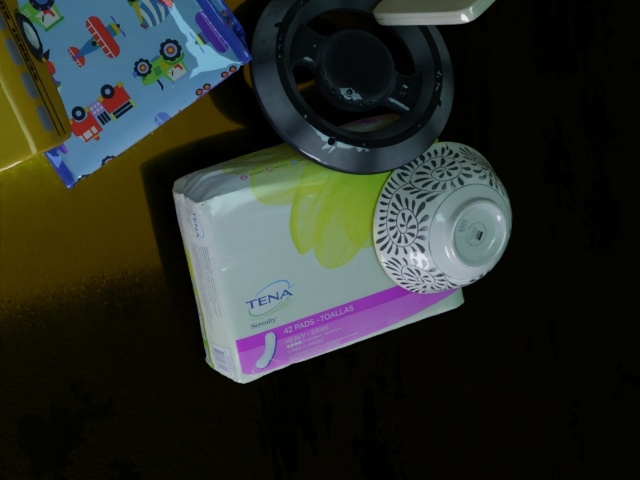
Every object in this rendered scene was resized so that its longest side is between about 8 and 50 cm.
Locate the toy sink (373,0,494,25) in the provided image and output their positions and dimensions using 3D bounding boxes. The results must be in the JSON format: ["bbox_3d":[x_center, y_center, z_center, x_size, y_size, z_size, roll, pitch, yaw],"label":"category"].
[{"bbox_3d":[0.146,-0.343,1.792,0.234,0.153,0.131,-45,120,-26],"label":"toy sink"}]

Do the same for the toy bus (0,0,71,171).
[{"bbox_3d":[-0.345,-0.220,1.565,0.108,0.130,0.332,-23,97,10],"label":"toy bus"}]

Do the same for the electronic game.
[{"bbox_3d":[0.034,-0.179,1.831,0.229,0.048,0.229,6,72,-19],"label":"electronic game"}]

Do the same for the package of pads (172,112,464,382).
[{"bbox_3d":[0.000,0.000,1.884,0.297,0.101,0.229,-19,113,-21],"label":"package of pads"}]

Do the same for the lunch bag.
[{"bbox_3d":[-0.241,-0.239,1.670,0.221,0.138,0.293,-35,109,6],"label":"lunch bag"}]

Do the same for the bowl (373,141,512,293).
[{"bbox_3d":[0.148,-0.016,1.854,0.170,0.080,0.170,-9,108,-30],"label":"bowl"}]
